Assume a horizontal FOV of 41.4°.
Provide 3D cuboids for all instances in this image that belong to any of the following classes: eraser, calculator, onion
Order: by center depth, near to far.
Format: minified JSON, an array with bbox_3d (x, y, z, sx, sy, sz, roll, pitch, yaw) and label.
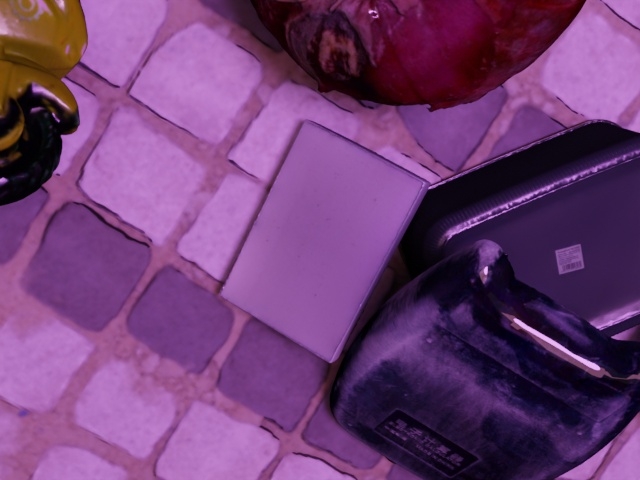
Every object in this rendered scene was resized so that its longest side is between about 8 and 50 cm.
[{"bbox_3d":[0.055,-0.205,0.515,0.246,0.190,0.246,9,111,23],"label":"onion"},{"bbox_3d":[0.104,0.111,0.595,0.177,0.268,0.040,31,53,1],"label":"calculator"},{"bbox_3d":[0.000,0.000,0.620,0.104,0.023,0.150,30,100,15],"label":"eraser"}]

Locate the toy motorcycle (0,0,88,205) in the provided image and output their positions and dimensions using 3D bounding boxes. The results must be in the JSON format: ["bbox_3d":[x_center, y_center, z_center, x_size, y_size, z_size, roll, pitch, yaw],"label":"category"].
[{"bbox_3d":[-0.280,-0.159,0.499,0.342,0.206,0.142,28,130,-3],"label":"toy motorcycle"}]

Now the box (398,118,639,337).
[{"bbox_3d":[0.170,0.008,0.630,0.201,0.090,0.144,-22,105,-2],"label":"box"}]
